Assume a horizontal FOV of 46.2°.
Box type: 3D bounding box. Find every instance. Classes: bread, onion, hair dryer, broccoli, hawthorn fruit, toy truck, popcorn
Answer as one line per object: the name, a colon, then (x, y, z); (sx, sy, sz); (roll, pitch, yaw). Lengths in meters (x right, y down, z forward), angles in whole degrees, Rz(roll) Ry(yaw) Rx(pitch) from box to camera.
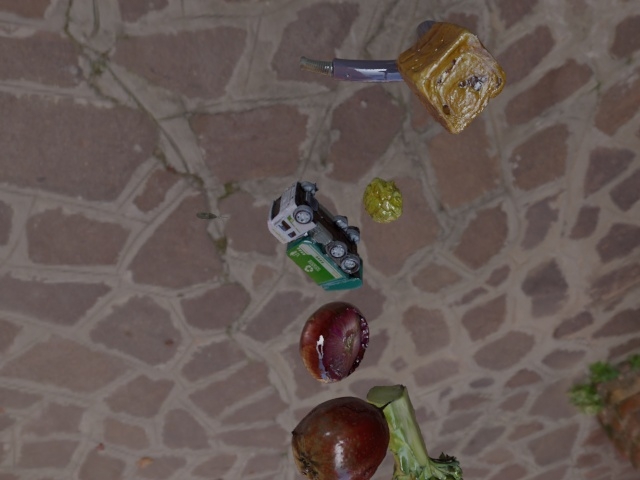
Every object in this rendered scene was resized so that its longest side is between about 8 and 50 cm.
bread: (0.239, -0.304, 1.376); (0.149, 0.143, 0.158); (-40, 113, 5)
onion: (0.031, 0.282, 2.080); (0.161, 0.248, 0.248); (-10, 147, 33)
hair dryer: (0.134, -0.400, 1.653); (0.361, 0.301, 0.121); (1, 129, -2)
broccoli: (0.196, 0.506, 1.681); (0.221, 0.252, 0.361); (-7, 130, 43)
hawthorn fruit: (0.062, 0.378, 1.444); (0.235, 0.181, 0.181); (-25, 144, -27)
toy truck: (0.000, 0.000, 1.535); (0.124, 0.114, 0.253); (-33, 120, 25)
popcorn: (0.169, -0.100, 1.950); (0.106, 0.121, 0.116); (23, 92, -47)

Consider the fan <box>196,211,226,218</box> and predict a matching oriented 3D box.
fan: (-0.295, -0.067, 1.997); (0.080, 0.060, 0.003); (-4, 111, -37)
